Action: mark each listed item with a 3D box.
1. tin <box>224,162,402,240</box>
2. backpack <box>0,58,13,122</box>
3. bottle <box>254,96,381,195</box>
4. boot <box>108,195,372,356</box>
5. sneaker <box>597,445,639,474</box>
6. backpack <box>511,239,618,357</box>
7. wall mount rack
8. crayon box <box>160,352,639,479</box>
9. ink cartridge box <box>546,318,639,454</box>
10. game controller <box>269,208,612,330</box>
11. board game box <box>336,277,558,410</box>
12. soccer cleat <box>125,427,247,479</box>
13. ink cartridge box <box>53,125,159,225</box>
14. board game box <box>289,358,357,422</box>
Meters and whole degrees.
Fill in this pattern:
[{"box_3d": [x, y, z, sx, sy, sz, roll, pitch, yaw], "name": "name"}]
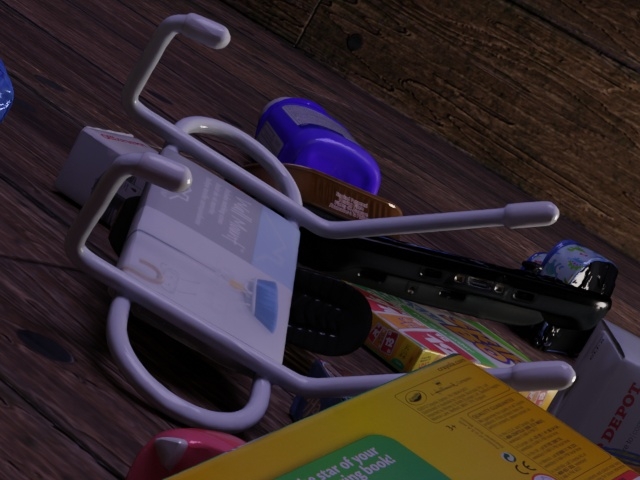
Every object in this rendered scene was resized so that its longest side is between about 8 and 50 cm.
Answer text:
[{"box_3d": [-0.007, -0.024, 1.703, 0.190, 0.040, 0.106, 21, -22, -39], "name": "tin"}, {"box_3d": [-0.283, -0.110, 1.314, 0.120, 0.098, 0.101, 38, 12, -35], "name": "backpack"}, {"box_3d": [-0.016, -0.100, 2.059, 0.118, 0.092, 0.283, 27, 9, -19], "name": "bottle"}, {"box_3d": [-0.071, 0.026, 1.347, 0.198, 0.077, 0.137, 30, -3, -16], "name": "boot"}, {"box_3d": [0.147, 0.180, 0.954, 0.112, 0.131, 0.296, 14, 2, 39], "name": "sneaker"}, {"box_3d": [0.258, 0.056, 1.983, 0.084, 0.114, 0.105, 36, 12, 33], "name": "backpack"}, {"box_3d": [0.000, 0.000, 1.183, 0.304, 0.130, 0.350, 30, 29, -13], "name": "wall mount rack"}, {"box_3d": [0.025, 0.144, 0.648, 0.165, 0.081, 0.278, 34, 30, 27], "name": "crayon box"}, {"box_3d": [0.259, 0.163, 1.371, 0.176, 0.128, 0.127, 28, 9, -4], "name": "ink cartridge box"}, {"box_3d": [0.101, 0.023, 1.632, 0.319, 0.067, 0.166, 13, -7, -27], "name": "game controller"}, {"box_3d": [0.114, 0.095, 1.600, 0.124, 0.039, 0.259, 37, 9, 38], "name": "board game box"}, {"box_3d": [0.019, 0.161, 0.820, 0.248, 0.083, 0.095, 30, 4, 22], "name": "soccer cleat"}, {"box_3d": [-0.128, -0.029, 1.453, 0.135, 0.056, 0.099, 33, 10, 19], "name": "ink cartridge box"}, {"box_3d": [0.082, 0.162, 1.108, 0.165, 0.042, 0.243, 26, 10, -18], "name": "board game box"}]
